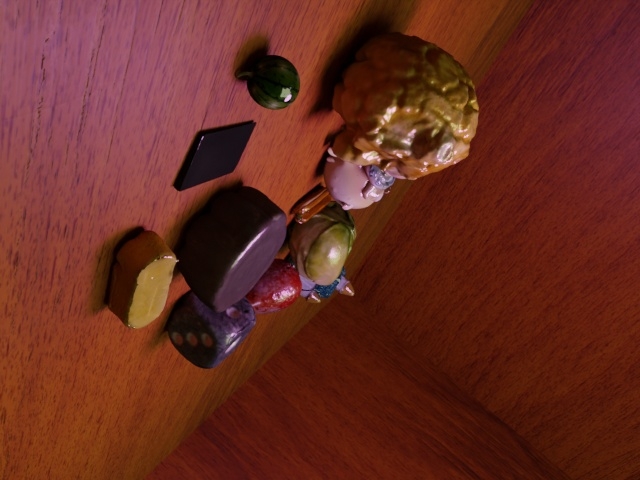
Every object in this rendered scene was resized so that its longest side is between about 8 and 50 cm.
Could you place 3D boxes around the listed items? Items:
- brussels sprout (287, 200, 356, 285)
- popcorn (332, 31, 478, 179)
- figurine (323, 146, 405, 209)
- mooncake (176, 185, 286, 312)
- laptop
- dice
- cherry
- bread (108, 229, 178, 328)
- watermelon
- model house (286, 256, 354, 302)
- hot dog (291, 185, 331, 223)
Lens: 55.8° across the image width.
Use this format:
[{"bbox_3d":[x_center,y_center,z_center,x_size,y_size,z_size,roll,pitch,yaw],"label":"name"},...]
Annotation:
[{"bbox_3d":[0.002,0.000,2.101,0.259,0.227,0.295,3,101,-68],"label":"brussels sprout"},{"bbox_3d":[0.220,-0.337,1.502,0.390,0.344,0.354,-48,144,-29],"label":"popcorn"},{"bbox_3d":[0.162,-0.225,1.781,0.274,0.394,0.227,21,68,-42],"label":"figurine"},{"bbox_3d":[-0.209,0.016,1.447,0.306,0.154,0.306,-47,169,-12],"label":"mooncake"},{"bbox_3d":[-0.206,-0.173,1.208,0.135,0.016,0.197,-58,169,28],"label":"laptop"},{"bbox_3d":[-0.306,0.236,1.705,0.182,0.183,0.181,-57,169,33],"label":"dice"},{"bbox_3d":[-0.174,0.161,2.003,0.249,0.192,0.175,-29,120,-38],"label":"cherry"},{"bbox_3d":[-0.364,0.082,1.213,0.102,0.094,0.246,-29,157,-40],"label":"bread"},{"bbox_3d":[-0.087,-0.287,1.091,0.109,0.109,0.109,-48,169,-13],"label":"watermelon"},{"bbox_3d":[0.000,0.151,2.394,0.185,0.291,0.253,-60,166,21],"label":"model house"},{"bbox_3d":[-0.030,-0.118,1.975,0.188,0.055,0.072,-39,144,-36],"label":"hot dog"}]
